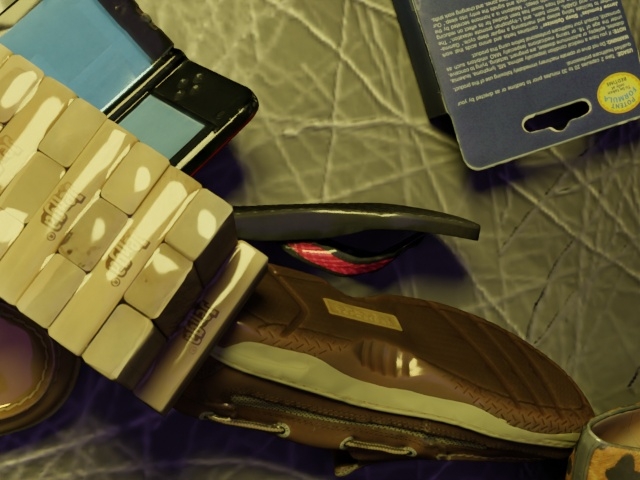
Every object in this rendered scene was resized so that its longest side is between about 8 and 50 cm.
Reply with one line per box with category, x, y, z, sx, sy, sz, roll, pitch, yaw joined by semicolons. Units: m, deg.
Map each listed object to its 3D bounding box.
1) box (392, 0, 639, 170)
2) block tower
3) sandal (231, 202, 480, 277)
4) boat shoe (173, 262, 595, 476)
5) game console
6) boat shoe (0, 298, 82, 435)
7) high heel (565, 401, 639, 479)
box;0.108;-0.164;0.677;0.137;0.036;0.225;-18;92;-15
block tower;-0.184;-0.055;0.510;0.335;0.097;0.091;34;79;5
sandal;0.000;0.000;0.631;0.179;0.067;0.040;0;95;-9
boat shoe;0.031;0.086;0.635;0.258;0.095;0.095;20;118;-21
game console;-0.128;-0.067;0.583;0.144;0.124;0.085;-45;131;-12
boat shoe;-0.258;0.051;0.538;0.285;0.089;0.104;6;86;-16
high heel;0.256;0.089;0.650;0.261;0.093;0.186;-46;131;-6
